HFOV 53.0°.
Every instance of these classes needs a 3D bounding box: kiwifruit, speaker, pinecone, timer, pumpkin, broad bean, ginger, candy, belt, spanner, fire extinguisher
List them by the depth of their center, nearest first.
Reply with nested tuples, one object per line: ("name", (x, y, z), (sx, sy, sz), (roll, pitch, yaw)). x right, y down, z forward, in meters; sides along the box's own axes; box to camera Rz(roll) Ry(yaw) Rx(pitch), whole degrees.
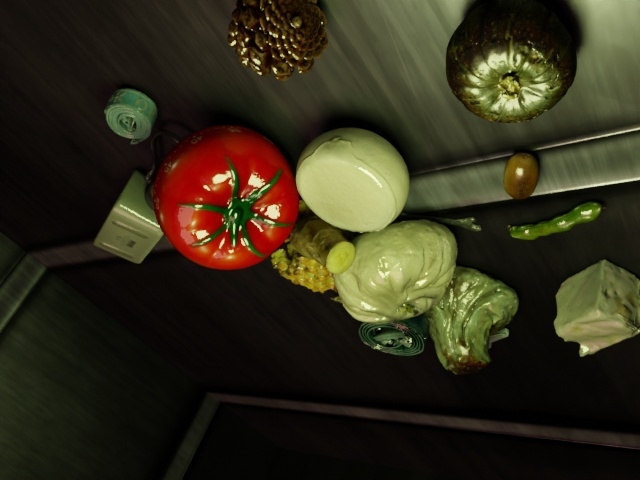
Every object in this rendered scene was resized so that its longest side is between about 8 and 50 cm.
("pumpkin", (0.340, -0.318, 1.166), (0.237, 0.159, 0.238), (16, 143, 12))
("pinecone", (-0.094, -0.424, 1.294), (0.207, 0.208, 0.208), (18, 148, 12))
("kiwifruit", (0.448, -0.143, 1.433), (0.075, 0.075, 0.125), (14, 143, 18))
("broad bean", (0.557, -0.041, 1.528), (0.256, 0.052, 0.053), (-20, 85, 53))
("candy", (0.696, 0.169, 1.608), (0.137, 0.185, 0.195), (26, 149, -8))
("ginger", (0.000, 0.000, 1.672), (0.109, 0.116, 0.263), (58, 168, -29))
("timer", (-0.248, -0.115, 1.690), (0.378, 0.378, 0.279), (52, 177, -36))
("spanner", (0.303, -0.055, 1.716), (0.254, 0.015, 0.054), (8, 142, 27))
("belt", (-0.531, -0.355, 1.806), (0.163, 0.082, 0.147), (-15, 141, 43))
("fire extinguisher", (-0.446, -0.205, 1.920), (0.200, 0.113, 0.376), (26, 151, -25))
("belt", (0.244, 0.297, 2.181), (0.267, 0.116, 0.206), (-9, 132, 39))
("speaker", (-0.640, -0.065, 2.224), (0.184, 0.183, 0.406), (30, 149, -17))

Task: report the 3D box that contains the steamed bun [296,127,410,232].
("steamed bun", (0.086, -0.159, 1.560), (0.282, 0.177, 0.283), (19, 144, 15))

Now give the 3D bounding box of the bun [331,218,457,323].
("bun", (0.204, 0.100, 1.725), (0.359, 0.211, 0.360), (-10, 153, -5))

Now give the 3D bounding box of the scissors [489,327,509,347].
("scissors", (0.534, 0.332, 2.105), (0.125, 0.030, 0.256), (30, 150, -10))

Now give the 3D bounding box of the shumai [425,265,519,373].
("shumai", (0.393, 0.247, 1.862), (0.303, 0.264, 0.309), (21, 148, 5))

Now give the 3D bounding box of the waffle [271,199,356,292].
("waffle", (-0.018, 0.028, 1.946), (0.261, 0.151, 0.324), (24, 150, 9))

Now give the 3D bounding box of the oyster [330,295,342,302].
("oyster", (0.084, 0.210, 2.246), (0.093, 0.034, 0.051), (17, 165, -6))
